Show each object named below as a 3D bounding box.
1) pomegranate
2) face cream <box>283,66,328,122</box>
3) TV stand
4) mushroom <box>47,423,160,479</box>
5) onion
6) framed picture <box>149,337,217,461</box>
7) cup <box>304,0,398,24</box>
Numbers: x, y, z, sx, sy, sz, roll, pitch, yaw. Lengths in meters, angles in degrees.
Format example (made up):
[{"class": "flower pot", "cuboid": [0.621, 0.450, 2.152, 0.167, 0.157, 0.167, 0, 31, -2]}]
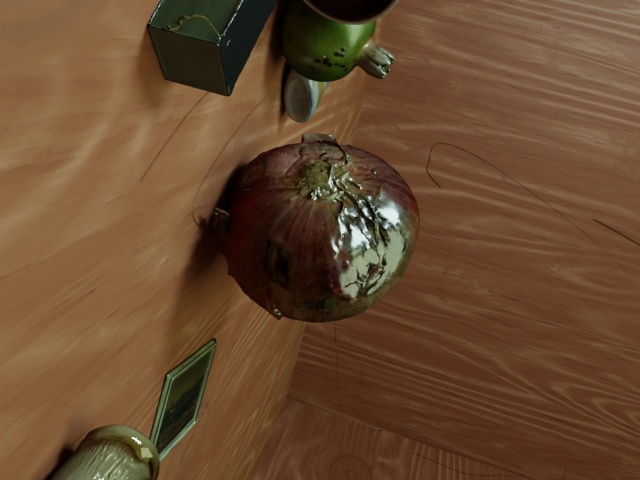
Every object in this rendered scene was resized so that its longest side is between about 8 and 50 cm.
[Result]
[{"class": "pomegranate", "cuboid": [0.034, -0.353, 1.034, 0.179, 0.210, 0.180, -56, 173, -11]}, {"class": "face cream", "cuboid": [-0.002, -0.384, 1.251, 0.143, 0.071, 0.291, 98, 10, -53]}, {"class": "TV stand", "cuboid": [-0.093, -0.298, 0.669, 0.088, 0.083, 0.269, 94, 15, -67]}, {"class": "mushroom", "cuboid": [-0.288, 0.340, 0.610, 0.159, 0.122, 0.328, -33, -161, 35]}, {"class": "onion", "cuboid": [-0.010, -0.023, 1.008, 0.353, 0.354, 0.353, 17, 90, -83]}, {"class": "framed picture", "cuboid": [-0.256, 0.303, 1.111, 0.252, 0.014, 0.196, -30, 137, -80]}, {"class": "cup", "cuboid": [0.059, -0.513, 0.889, 0.208, 0.288, 0.273, -15, -147, 44]}]
